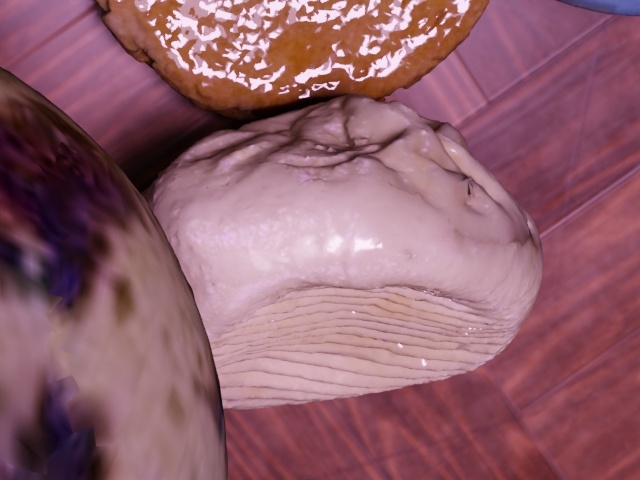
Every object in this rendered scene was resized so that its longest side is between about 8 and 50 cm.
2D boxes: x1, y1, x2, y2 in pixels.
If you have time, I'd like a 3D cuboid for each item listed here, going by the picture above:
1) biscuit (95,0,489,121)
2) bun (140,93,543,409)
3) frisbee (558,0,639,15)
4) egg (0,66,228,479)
[{"bbox_3d":[-0.011,-0.164,0.866,0.226,0.042,0.225,-3,108,-11],"label":"biscuit"},{"bbox_3d":[0.000,0.000,0.853,0.231,0.231,0.133,-5,69,-10],"label":"bun"},{"bbox_3d":[0.171,-0.254,0.847,0.290,0.049,0.289,-4,102,-18],"label":"frisbee"},{"bbox_3d":[-0.208,0.108,0.699,0.345,0.345,0.428,-10,133,-8],"label":"egg"}]
